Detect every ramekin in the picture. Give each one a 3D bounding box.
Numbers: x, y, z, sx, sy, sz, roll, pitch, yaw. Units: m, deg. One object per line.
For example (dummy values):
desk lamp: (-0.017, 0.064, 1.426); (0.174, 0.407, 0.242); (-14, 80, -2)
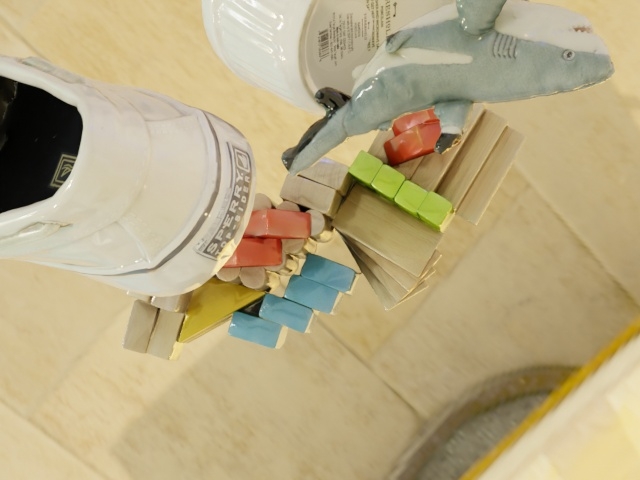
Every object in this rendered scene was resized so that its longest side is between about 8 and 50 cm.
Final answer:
ramekin: (0.017, -0.198, 1.242); (0.207, 0.109, 0.207); (-24, 135, -27)

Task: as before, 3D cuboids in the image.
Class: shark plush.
shark plush: (0.055, -0.074, 0.725); (0.161, 0.073, 0.067); (-23, 76, -3)

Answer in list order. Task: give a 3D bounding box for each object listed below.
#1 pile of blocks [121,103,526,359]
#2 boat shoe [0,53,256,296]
pile of blocks: (0.000, 0.000, 1.187); (0.362, 0.112, 0.149); (-35, 82, 3)
boat shoe: (-0.148, -0.031, 0.578); (0.088, 0.268, 0.096); (25, 82, -48)
